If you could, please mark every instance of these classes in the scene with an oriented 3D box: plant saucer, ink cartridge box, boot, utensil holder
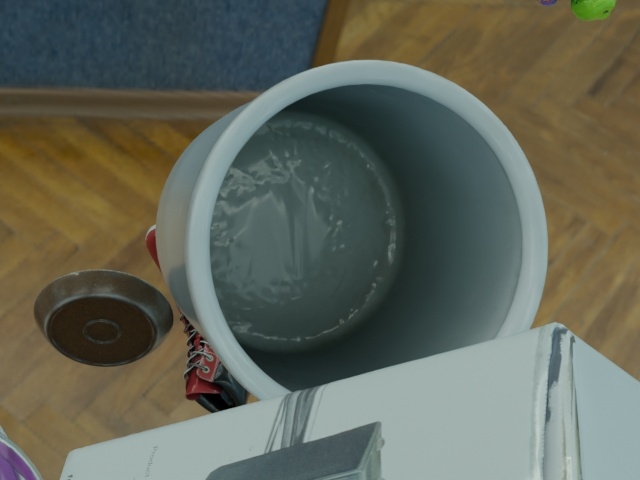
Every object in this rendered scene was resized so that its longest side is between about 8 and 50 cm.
[{"bbox_3d":[-0.262,0.101,1.496,0.168,0.168,0.029,5,44,-9],"label":"plant saucer"},{"bbox_3d":[0.030,0.118,0.421,0.158,0.218,0.092,33,52,-38],"label":"ink cartridge box"},{"bbox_3d":[-0.155,0.100,1.555,0.244,0.088,0.176,52,36,-12],"label":"boot"},{"bbox_3d":[0.000,0.000,1.251,0.327,0.385,0.328,-1,93,-14],"label":"utensil holder"}]

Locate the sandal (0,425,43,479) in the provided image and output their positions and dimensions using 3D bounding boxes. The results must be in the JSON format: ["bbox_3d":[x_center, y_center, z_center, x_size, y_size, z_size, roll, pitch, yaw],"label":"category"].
[{"bbox_3d":[-0.245,0.176,0.828,0.169,0.102,0.416,15,26,-40],"label":"sandal"}]

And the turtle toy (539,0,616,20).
[{"bbox_3d":[0.231,-0.257,1.191,0.130,0.095,0.066,20,77,-24],"label":"turtle toy"}]
